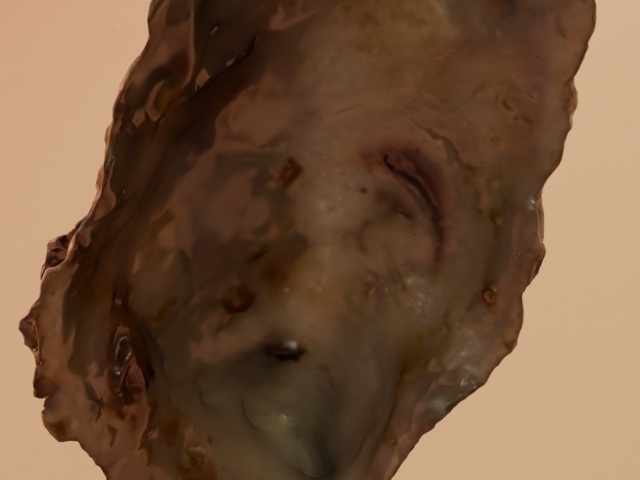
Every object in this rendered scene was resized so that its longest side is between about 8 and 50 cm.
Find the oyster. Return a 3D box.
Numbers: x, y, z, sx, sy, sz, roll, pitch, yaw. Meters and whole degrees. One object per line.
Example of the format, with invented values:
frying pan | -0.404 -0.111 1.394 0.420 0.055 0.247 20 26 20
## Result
oyster | -0.026 0.010 0.700 0.204 0.111 0.396 3 -59 -21
